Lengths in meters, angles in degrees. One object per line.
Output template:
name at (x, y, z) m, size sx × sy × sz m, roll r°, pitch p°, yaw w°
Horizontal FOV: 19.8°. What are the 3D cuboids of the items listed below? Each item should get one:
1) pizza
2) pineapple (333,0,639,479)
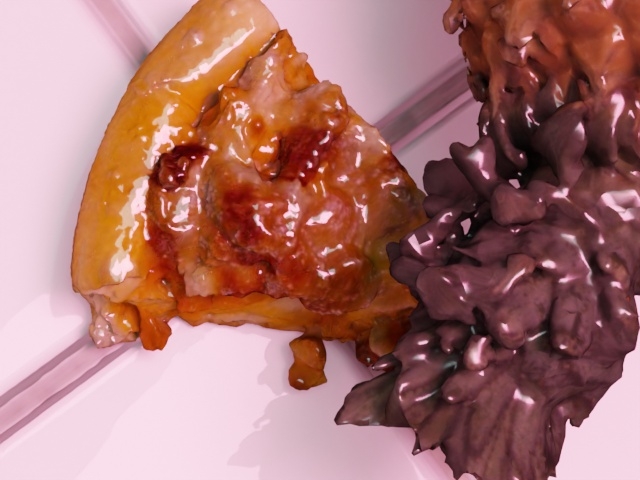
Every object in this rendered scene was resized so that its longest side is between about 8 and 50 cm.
pizza at (0.001, -0.001, 0.739) m, size 0.194 × 0.069 × 0.154 m, roll 27°, pitch 74°, yaw -8°
pineapple at (0.129, -0.067, 0.687) m, size 0.202 × 0.202 × 0.362 m, roll 26°, pitch 77°, yaw -9°
